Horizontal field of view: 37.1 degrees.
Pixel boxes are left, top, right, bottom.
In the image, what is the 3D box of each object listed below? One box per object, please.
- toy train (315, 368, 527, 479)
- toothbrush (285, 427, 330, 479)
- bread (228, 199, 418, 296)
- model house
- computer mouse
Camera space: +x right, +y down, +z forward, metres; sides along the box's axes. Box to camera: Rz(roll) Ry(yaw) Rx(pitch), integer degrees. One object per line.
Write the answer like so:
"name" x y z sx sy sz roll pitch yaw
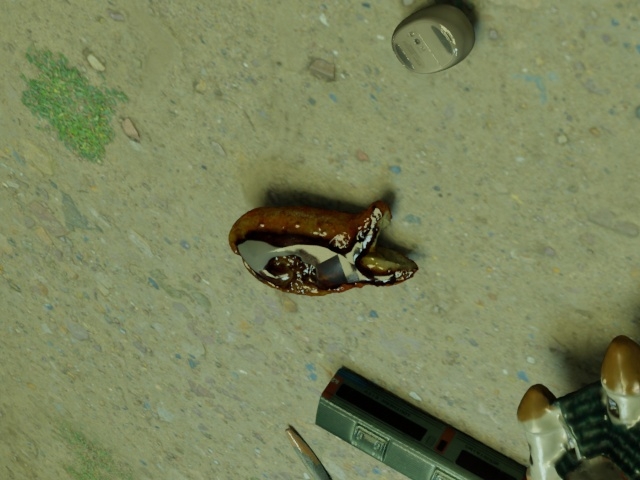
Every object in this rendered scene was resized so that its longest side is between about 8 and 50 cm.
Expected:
"toy train" 0.181 0.333 1.440 0.409 0.089 0.086 28 138 17
"toothbrush" 0.029 0.488 1.789 0.028 0.037 0.375 -8 120 43
"bread" 0.000 0.007 1.255 0.268 0.095 0.139 -7 127 28
"model house" 0.325 0.248 1.083 0.271 0.190 0.301 -120 12 -66
"computer mouse" 0.116 -0.205 0.958 0.066 0.039 0.096 53 150 -16
